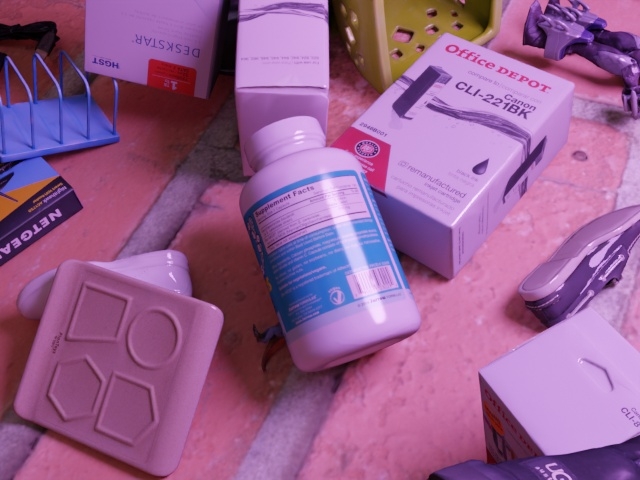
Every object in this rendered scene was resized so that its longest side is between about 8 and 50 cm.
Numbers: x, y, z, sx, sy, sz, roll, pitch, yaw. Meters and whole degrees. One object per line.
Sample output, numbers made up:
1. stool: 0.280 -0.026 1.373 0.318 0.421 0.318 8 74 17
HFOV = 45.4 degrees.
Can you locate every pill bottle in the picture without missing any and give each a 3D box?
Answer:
1. pill bottle: 0.000 0.000 0.843 0.146 0.146 0.263 -19 76 -5

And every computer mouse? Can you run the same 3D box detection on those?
1. computer mouse: -0.521 -0.267 1.220 0.184 0.060 0.262 1 43 14

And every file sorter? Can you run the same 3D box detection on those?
1. file sorter: -0.387 -0.200 1.085 0.170 0.104 0.118 -17 50 -32

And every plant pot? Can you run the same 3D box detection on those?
1. plant pot: 0.113 -0.382 1.106 0.228 0.227 0.207 -32 51 -15

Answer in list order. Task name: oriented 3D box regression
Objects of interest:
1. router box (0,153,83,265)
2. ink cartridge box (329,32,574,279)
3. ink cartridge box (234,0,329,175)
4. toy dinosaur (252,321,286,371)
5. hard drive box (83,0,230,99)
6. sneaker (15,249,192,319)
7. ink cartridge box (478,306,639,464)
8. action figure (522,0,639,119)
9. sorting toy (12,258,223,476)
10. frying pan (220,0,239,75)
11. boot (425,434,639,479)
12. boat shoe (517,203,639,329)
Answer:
1. router box: -0.437 -0.040 1.048 0.179 0.046 0.133 -40 58 -20
2. ink cartridge box: 0.163 -0.116 0.969 0.197 0.114 0.273 31 64 27
3. ink cartridge box: -0.048 -0.246 1.015 0.115 0.198 0.272 1 62 -1
4. toy dinosaur: -0.038 0.101 0.905 0.082 0.047 0.090 -11 87 -10
5. hard drive box: -0.214 -0.327 1.026 0.181 0.232 0.089 12 42 -4
6. sneaker: -0.261 0.077 0.925 0.212 0.080 0.094 -13 66 -2
7. ink cartridge box: 0.234 0.178 0.699 0.127 0.176 0.128 -27 45 -10
8. action figure: 0.422 -0.249 1.038 0.285 0.099 0.185 30 55 22
9. sorting toy: -0.225 0.138 0.859 0.208 0.038 0.192 16 87 16
10. frying pan: -0.094 -0.375 1.231 0.197 0.053 0.326 18 58 18
11. boot: 0.280 0.289 0.612 0.446 0.366 0.146 -7 33 -24
12. boat shoe: 0.316 0.028 0.890 0.206 0.075 0.064 -35 100 -22
